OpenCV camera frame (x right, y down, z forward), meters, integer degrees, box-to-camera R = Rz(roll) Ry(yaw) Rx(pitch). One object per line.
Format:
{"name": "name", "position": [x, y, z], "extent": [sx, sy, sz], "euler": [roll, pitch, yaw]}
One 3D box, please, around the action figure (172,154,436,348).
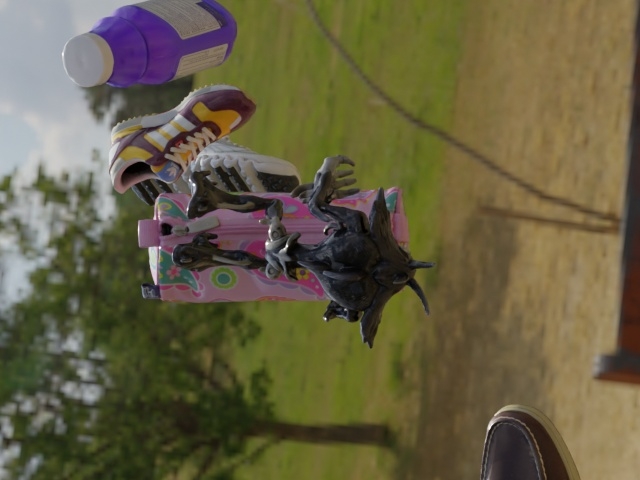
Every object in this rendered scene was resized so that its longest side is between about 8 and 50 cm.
{"name": "action figure", "position": [0.000, 0.000, 1.453], "extent": [0.141, 0.275, 0.164], "euler": [-40, -42, -55]}

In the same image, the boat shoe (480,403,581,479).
{"name": "boat shoe", "position": [0.234, 0.370, 1.770], "extent": [0.123, 0.123, 0.342], "euler": [-9, -83, -50]}

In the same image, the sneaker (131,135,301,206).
{"name": "sneaker", "position": [-0.149, -0.114, 2.218], "extent": [0.118, 0.292, 0.110], "euler": [-60, -40, -34]}

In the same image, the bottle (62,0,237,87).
{"name": "bottle", "position": [-0.226, -0.260, 1.973], "extent": [0.283, 0.118, 0.092], "euler": [-30, -35, -56]}

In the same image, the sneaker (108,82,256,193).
{"name": "sneaker", "position": [-0.150, -0.106, 1.639], "extent": [0.069, 0.185, 0.084], "euler": [41, -142, -45]}

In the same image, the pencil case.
{"name": "pencil case", "position": [-0.047, 0.004, 1.597], "extent": [0.124, 0.284, 0.124], "euler": [0, -90, -88]}
